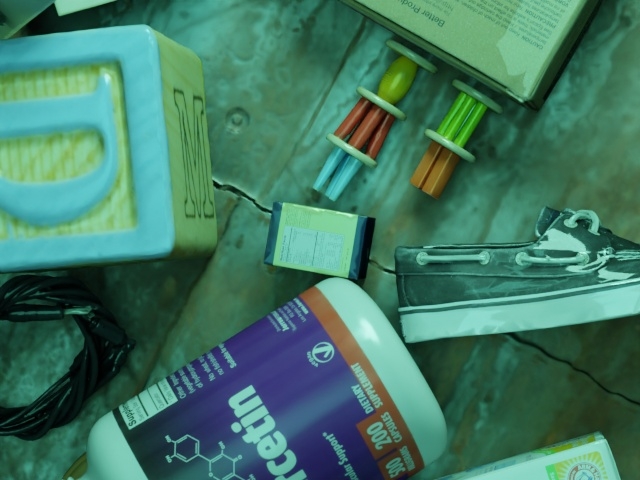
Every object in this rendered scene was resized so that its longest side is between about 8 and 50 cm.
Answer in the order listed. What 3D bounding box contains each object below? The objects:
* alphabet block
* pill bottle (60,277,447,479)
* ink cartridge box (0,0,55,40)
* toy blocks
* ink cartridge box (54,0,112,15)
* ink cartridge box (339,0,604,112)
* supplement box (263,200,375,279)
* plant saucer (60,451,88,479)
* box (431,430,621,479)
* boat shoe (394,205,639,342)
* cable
[{"bbox_3d":[-0.203,-0.072,1.603,0.192,0.197,0.193,-4,89,8],"label":"alphabet block"},{"bbox_3d":[-0.067,0.182,1.565,0.323,0.181,0.181,-32,86,-6],"label":"pill bottle"},{"bbox_3d":[-0.356,-0.252,1.534,0.261,0.296,0.066,24,73,-21],"label":"ink cartridge box"},{"bbox_3d":[0.072,-0.084,1.638,0.123,0.054,0.148,32,94,7],"label":"toy blocks"},{"bbox_3d":[-0.191,-0.273,1.650,0.198,0.067,0.115,-16,110,7],"label":"ink cartridge box"},{"bbox_3d":[0.132,-0.250,1.603,0.234,0.088,0.193,32,94,13],"label":"ink cartridge box"},{"bbox_3d":[0.000,0.000,1.632,0.083,0.083,0.056,10,91,7],"label":"supplement box"},{"bbox_3d":[-0.154,0.271,1.675,0.200,0.037,0.200,0,89,8],"label":"plant saucer"},{"bbox_3d":[0.162,0.242,1.594,0.203,0.114,0.103,-17,86,7],"label":"box"},{"bbox_3d":[0.211,0.019,1.599,0.301,0.108,0.102,-8,90,15],"label":"boat shoe"},{"bbox_3d":[-0.265,0.108,1.651,0.184,0.047,0.150,-37,129,18],"label":"cable"}]
